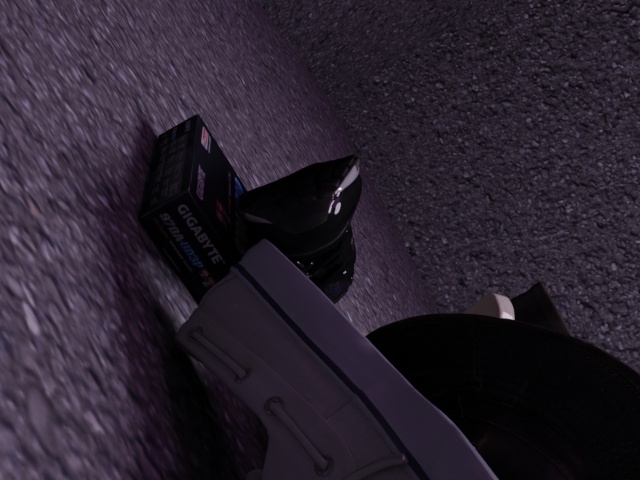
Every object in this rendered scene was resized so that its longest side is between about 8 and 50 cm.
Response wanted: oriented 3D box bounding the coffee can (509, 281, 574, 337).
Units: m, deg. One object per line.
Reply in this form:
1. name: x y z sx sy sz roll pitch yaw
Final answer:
1. coffee can: 0.210 0.206 1.321 0.201 0.275 0.201 59 8 -14

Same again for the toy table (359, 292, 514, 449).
1. toy table: 0.131 0.188 1.107 0.274 0.252 0.161 27 39 -45

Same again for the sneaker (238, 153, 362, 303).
1. sneaker: 0.000 0.000 0.896 0.283 0.107 0.124 -127 -166 -85

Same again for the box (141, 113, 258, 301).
1. box: -0.094 -0.006 0.968 0.175 0.051 0.220 58 9 -22

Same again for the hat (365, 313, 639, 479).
1. hat: 0.107 0.211 0.766 0.134 0.331 0.331 -21 81 -55

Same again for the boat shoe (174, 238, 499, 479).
1. boat shoe: 0.006 0.152 0.664 0.367 0.156 0.136 44 -6 37
